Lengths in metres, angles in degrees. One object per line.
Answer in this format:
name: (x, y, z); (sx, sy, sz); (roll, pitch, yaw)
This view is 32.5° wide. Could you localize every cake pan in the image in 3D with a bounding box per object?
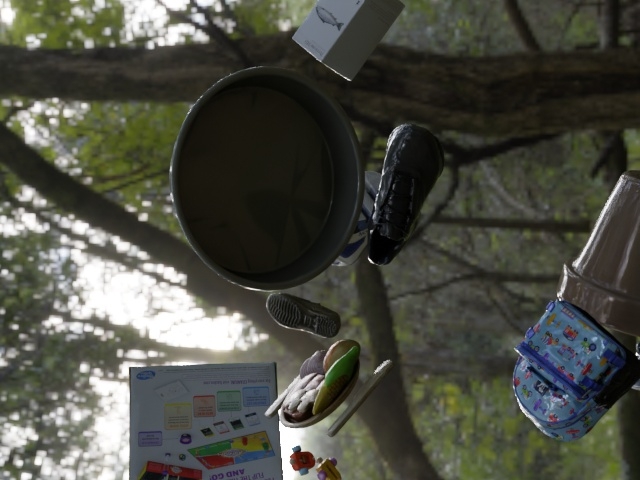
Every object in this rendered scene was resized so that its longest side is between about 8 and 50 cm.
cake pan: (-0.074, -0.081, 1.455); (0.293, 0.054, 0.293); (-1, -87, -32)

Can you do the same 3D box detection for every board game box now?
board game box: (-0.179, 0.344, 1.707); (0.064, 0.242, 0.317); (99, 168, -55)

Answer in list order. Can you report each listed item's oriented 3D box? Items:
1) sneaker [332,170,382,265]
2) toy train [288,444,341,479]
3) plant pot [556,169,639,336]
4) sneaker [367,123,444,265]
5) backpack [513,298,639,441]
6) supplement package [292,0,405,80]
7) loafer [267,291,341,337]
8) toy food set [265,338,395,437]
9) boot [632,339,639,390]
sneaker: (0.001, -0.001, 2.147); (0.127, 0.315, 0.182); (59, 164, 27)
toy train: (-0.008, 0.479, 2.130); (0.125, 0.046, 0.166); (1, -120, -48)
plant pot: (0.539, 0.013, 1.789); (0.263, 0.263, 0.229); (-29, -48, -67)
sneaker: (0.142, -0.071, 1.911); (0.130, 0.109, 0.286); (-66, -12, -47)
backpack: (0.347, 0.191, 1.565); (0.173, 0.158, 0.117); (-51, -39, 11)
supplement package: (0.053, -0.417, 2.094); (0.179, 0.105, 0.105); (-54, -37, 10)
loafer: (-0.027, 0.134, 1.970); (0.050, 0.148, 0.056); (-23, -46, -65)
toy food set: (-0.004, 0.170, 1.320); (0.038, 0.192, 0.132); (49, -112, -17)
boot: (0.499, 0.174, 1.656); (0.190, 0.086, 0.069); (-41, 35, 57)
